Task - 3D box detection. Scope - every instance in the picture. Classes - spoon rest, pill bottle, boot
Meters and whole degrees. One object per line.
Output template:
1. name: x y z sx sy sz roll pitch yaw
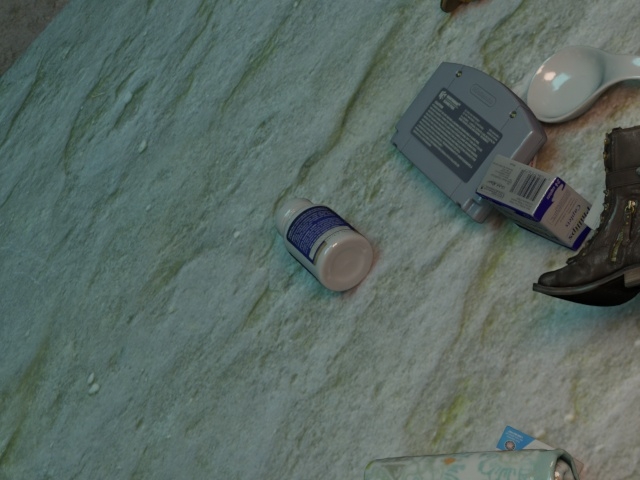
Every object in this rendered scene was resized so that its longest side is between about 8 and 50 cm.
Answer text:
1. spoon rest: 0.436 -0.247 1.760 0.276 0.084 0.137 3 68 43
2. pill bottle: 0.000 0.000 2.002 0.112 0.112 0.186 -53 42 5
3. boot: 0.394 -0.037 1.508 0.263 0.091 0.229 -15 67 48

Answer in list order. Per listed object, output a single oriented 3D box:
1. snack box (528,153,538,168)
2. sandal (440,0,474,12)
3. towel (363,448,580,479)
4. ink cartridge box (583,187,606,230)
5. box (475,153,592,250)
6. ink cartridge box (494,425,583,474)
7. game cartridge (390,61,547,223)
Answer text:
1. snack box: 0.280 -0.140 1.888 0.178 0.022 0.064 -2 65 43
2. sandal: 0.293 -0.465 2.050 0.180 0.072 0.049 -32 69 20
3. towel: 0.200 0.465 1.475 0.320 0.090 0.374 -12 77 38
4. ink cartridge box: 0.457 -0.010 1.569 0.150 0.109 0.063 48 123 47
5. box: 0.326 -0.057 1.708 0.126 0.137 0.072 29 89 48
6. ink cartridge box: 0.270 0.362 1.564 0.104 0.061 0.181 22 82 47
7. game cartridge: 0.244 -0.176 1.878 0.198 0.062 0.297 -50 38 9
